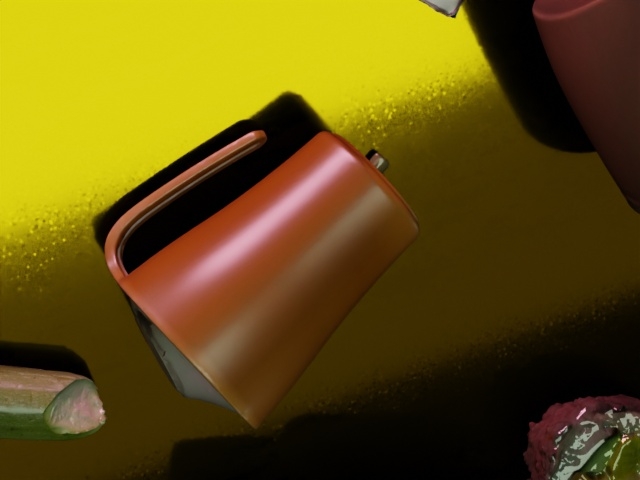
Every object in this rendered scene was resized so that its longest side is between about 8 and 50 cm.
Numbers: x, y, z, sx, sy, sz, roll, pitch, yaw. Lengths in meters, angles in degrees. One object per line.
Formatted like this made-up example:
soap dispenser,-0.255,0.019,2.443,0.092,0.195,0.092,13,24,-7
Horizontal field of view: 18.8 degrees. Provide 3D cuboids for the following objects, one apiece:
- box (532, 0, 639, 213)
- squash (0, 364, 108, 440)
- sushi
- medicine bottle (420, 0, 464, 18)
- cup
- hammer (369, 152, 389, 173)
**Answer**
box,0.343,-0.186,1.736,0.301,0.301,0.216,-39,105,0
squash,-0.312,0.146,1.773,0.239,0.069,0.069,7,105,-16
sushi,0.287,0.266,1.944,0.161,0.107,0.241,-6,103,-11
medicine bottle,0.073,-0.317,1.735,0.201,0.052,0.171,24,100,-19
cup,-0.060,0.018,1.754,0.264,0.182,0.226,-43,75,-5
hammer,0.000,0.000,1.838,0.062,0.013,0.199,38,95,-22
